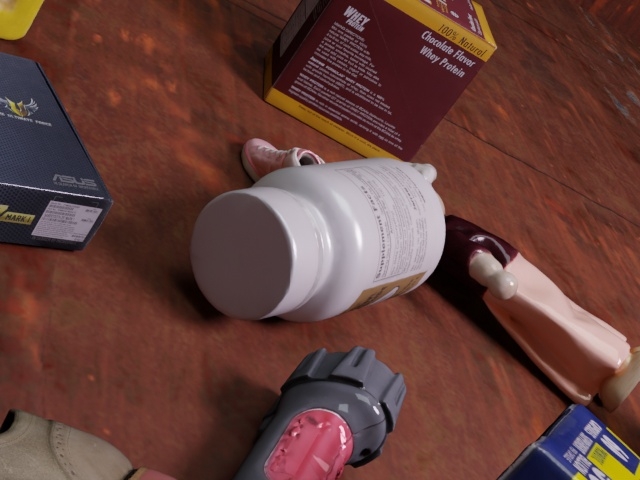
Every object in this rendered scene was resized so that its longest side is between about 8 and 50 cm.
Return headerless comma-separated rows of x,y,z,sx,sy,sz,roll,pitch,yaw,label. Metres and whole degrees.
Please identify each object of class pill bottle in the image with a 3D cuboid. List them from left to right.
0.000,0.000,0.998,0.131,0.131,0.229,46,28,19,pill bottle

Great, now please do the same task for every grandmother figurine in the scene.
0.180,0.038,1.208,0.342,0.104,0.208,38,-2,10,grandmother figurine

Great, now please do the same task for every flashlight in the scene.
-0.010,0.160,0.752,0.103,0.103,0.304,36,26,3,flashlight

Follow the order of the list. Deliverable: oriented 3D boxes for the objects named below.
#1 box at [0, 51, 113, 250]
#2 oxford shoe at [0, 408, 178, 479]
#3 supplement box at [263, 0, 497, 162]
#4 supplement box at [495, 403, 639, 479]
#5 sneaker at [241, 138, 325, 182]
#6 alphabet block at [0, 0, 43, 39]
-0.289,-0.083,0.864,0.233,0.059,0.183,10,35,-43,box
-0.176,0.171,0.519,0.130,0.123,0.348,33,12,5,oxford shoe
0.065,-0.220,1.372,0.191,0.194,0.129,28,27,-18,supplement box
0.202,0.288,0.652,0.356,0.195,0.194,43,11,14,supplement box
-0.031,-0.073,1.154,0.051,0.070,0.134,14,32,-34,sneaker
-0.340,-0.328,1.063,0.193,0.192,0.197,10,37,-40,alphabet block
